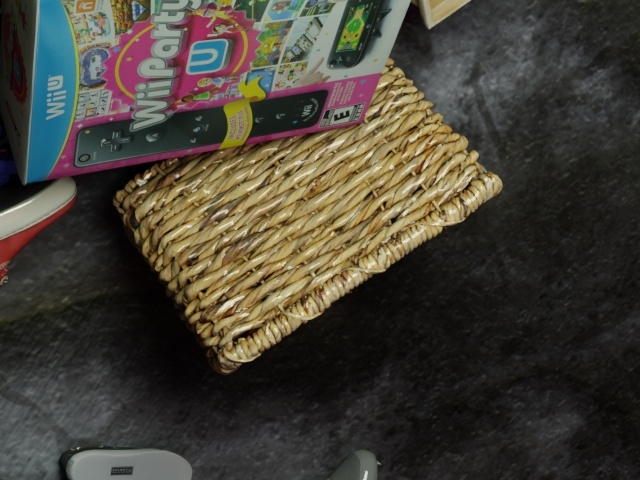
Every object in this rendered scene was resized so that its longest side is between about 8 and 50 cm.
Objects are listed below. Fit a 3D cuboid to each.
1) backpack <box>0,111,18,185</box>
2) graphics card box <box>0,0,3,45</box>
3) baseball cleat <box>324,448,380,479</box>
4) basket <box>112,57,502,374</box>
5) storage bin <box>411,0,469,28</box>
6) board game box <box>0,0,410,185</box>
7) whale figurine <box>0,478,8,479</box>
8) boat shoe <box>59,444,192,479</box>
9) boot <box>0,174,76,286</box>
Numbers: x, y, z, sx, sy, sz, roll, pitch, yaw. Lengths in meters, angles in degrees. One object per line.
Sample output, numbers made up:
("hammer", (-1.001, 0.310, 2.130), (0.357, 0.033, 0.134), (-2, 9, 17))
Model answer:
("backpack", (-0.313, -0.093, 1.189), (0.120, 0.098, 0.101), (0, 126, -34))
("graphics card box", (-0.147, -0.227, 1.164), (0.370, 0.094, 0.233), (-2, 147, -33))
("baseball cleat", (-0.013, 0.319, 1.573), (0.109, 0.072, 0.206), (25, 93, -30))
("basket", (0.000, 0.000, 1.309), (0.299, 0.223, 0.213), (-35, 152, -7))
("storage bin", (0.141, -0.384, 1.289), (0.260, 0.123, 0.262), (-36, 140, -14))
("board game box", (-0.092, -0.166, 1.108), (0.303, 0.098, 0.224), (-11, 150, -21))
("whale figurine", (-0.272, 0.285, 1.360), (0.272, 0.141, 0.216), (-15, 162, -39))
("boat shoe", (-0.198, 0.229, 1.438), (0.142, 0.040, 0.049), (12, 95, -35))
("boot", (-0.304, 0.047, 1.267), (0.244, 0.088, 0.176), (-32, 125, -8))
